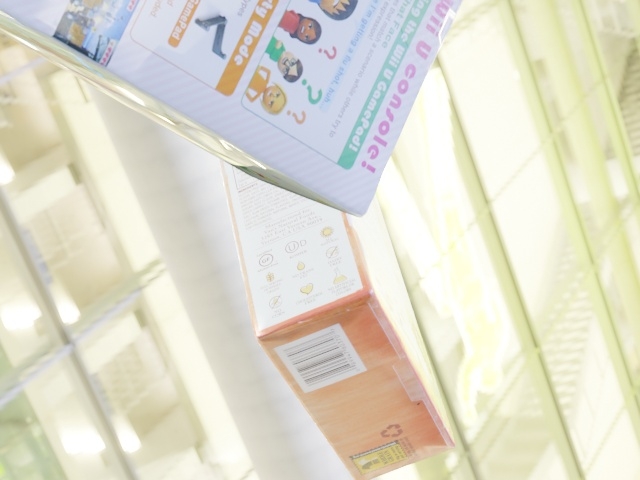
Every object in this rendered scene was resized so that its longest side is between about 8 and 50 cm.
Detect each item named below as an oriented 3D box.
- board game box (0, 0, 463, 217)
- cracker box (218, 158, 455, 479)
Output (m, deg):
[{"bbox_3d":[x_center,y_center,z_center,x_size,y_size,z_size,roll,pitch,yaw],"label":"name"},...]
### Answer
[{"bbox_3d":[-0.064,-0.173,0.459,0.097,0.303,0.224,20,-97,54],"label":"board game box"},{"bbox_3d":[0.000,0.000,0.722,0.067,0.156,0.232,-22,-134,8],"label":"cracker box"}]
